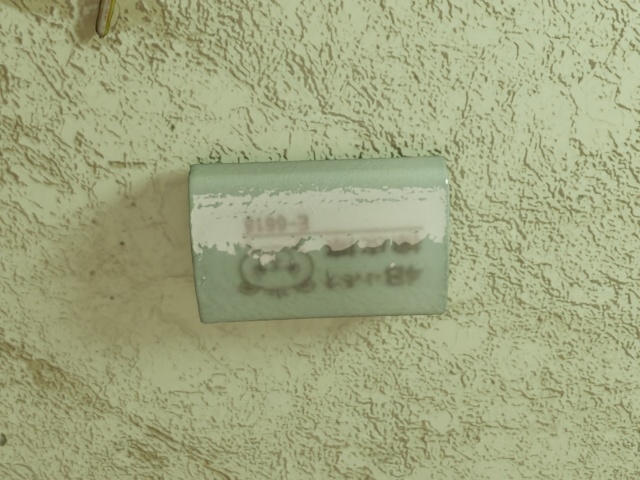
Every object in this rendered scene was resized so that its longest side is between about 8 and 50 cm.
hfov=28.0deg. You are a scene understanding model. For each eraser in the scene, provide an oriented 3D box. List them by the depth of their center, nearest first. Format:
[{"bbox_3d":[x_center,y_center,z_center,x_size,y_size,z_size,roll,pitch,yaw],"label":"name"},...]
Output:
[{"bbox_3d":[0.000,0.000,1.365,0.270,0.095,0.174,-2,118,-1],"label":"eraser"}]

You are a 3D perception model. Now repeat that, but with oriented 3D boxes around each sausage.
[{"bbox_3d":[-0.206,-0.243,1.256,0.015,0.015,0.100,13,119,-9],"label":"sausage"}]
